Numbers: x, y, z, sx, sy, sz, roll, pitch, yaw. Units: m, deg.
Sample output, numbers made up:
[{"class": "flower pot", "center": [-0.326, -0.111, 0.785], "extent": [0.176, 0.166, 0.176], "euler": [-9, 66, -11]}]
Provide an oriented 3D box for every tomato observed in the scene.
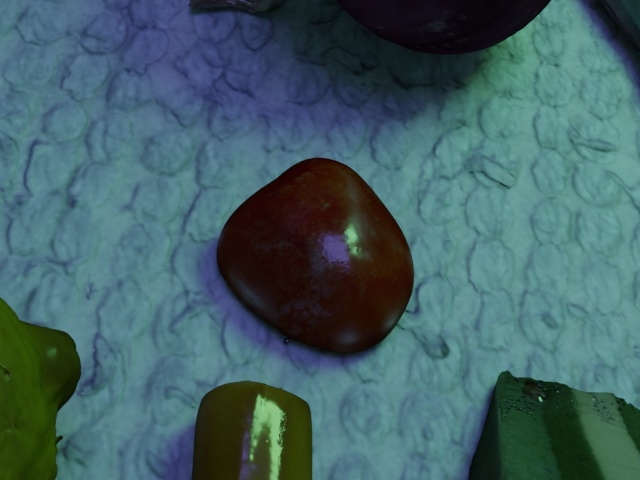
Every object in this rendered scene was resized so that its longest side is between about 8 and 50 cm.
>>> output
[{"class": "tomato", "center": [0.009, 0.000, 0.857], "extent": [0.174, 0.082, 0.166], "euler": [40, 56, 20]}]

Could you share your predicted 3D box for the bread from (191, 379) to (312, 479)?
[{"class": "bread", "center": [-0.050, 0.204, 0.706], "extent": [0.092, 0.074, 0.239], "euler": [2, 54, -3]}]

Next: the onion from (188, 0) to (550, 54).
[{"class": "onion", "center": [0.079, -0.337, 1.000], "extent": [0.358, 0.345, 0.359], "euler": [13, 59, -22]}]

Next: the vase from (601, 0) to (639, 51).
[{"class": "vase", "center": [0.356, -0.251, 1.108], "extent": [0.086, 0.086, 0.214], "euler": [-4, 60, -14]}]

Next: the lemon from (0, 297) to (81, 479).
[{"class": "lemon", "center": [-0.297, 0.125, 0.612], "extent": [0.319, 0.245, 0.245], "euler": [-16, 59, -27]}]

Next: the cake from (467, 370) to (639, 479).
[{"class": "cake", "center": [0.193, 0.186, 0.708], "extent": [0.157, 0.172, 0.284], "euler": [18, 52, 0]}]
